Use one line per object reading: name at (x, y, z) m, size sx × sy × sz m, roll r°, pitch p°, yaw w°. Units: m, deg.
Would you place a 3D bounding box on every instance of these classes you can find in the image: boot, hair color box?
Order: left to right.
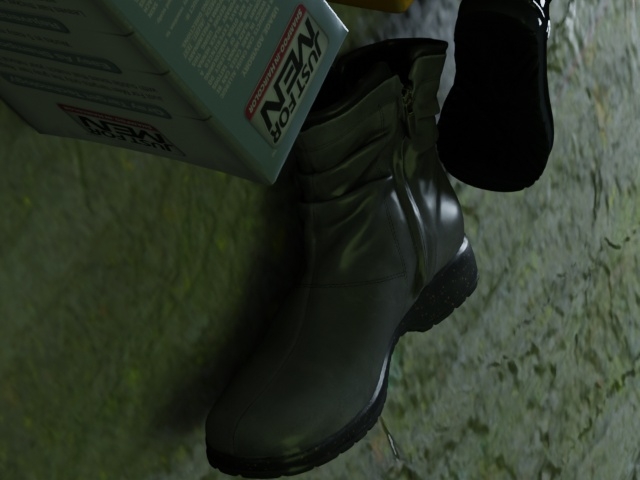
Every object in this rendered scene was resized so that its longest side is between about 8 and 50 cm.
hair color box at (-0.156, -0.178, 1.031) m, size 0.374 × 0.185 × 0.113 m, roll 48°, pitch 62°, yaw -51°
boot at (0.000, 0.000, 1.412) m, size 0.338 × 0.118 × 0.222 m, roll -51°, pitch 137°, yaw -49°
boot at (0.165, -0.182, 1.568) m, size 0.246 × 0.094 × 0.207 m, roll 85°, pitch 22°, yaw -55°

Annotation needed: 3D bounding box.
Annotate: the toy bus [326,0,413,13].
toy bus at (-0.010, -0.303, 1.265) m, size 0.130 × 0.108 × 0.332 m, roll -58°, pitch 142°, yaw -26°
